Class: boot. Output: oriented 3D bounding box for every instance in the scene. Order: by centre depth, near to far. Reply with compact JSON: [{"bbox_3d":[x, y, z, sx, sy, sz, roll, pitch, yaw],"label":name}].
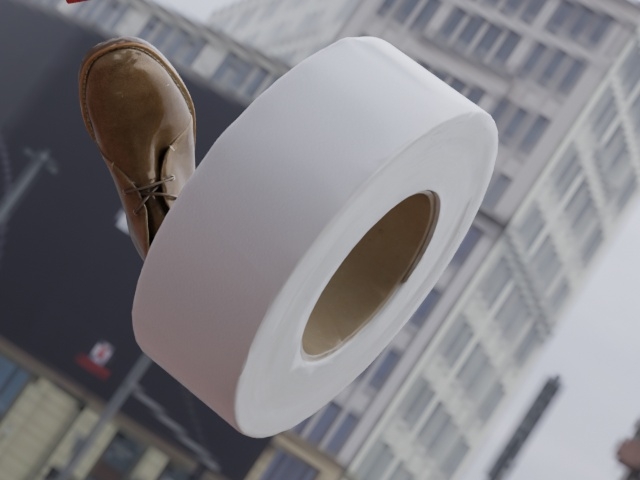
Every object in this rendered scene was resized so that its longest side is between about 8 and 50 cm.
[{"bbox_3d":[-0.170,-0.071,1.787,0.115,0.112,0.305,-109,-175,-47],"label":"boot"}]

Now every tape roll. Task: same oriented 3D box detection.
[{"bbox_3d":[0.000,0.000,1.227,0.100,0.286,0.286,37,-11,19],"label":"tape roll"}]

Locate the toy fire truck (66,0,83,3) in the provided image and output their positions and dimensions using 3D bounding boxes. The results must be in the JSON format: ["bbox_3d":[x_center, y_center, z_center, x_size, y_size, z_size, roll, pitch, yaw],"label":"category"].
[{"bbox_3d":[-0.146,-0.284,1.583,0.135,0.192,0.047,-101,174,-60],"label":"toy fire truck"}]
